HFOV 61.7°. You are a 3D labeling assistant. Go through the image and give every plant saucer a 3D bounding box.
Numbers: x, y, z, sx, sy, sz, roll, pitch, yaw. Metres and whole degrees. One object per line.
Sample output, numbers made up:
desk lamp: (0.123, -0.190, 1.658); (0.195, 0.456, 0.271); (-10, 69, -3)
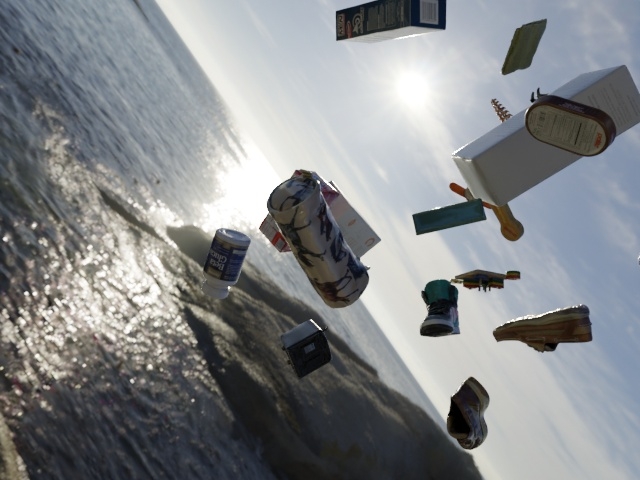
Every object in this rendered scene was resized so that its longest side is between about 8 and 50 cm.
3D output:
plant saucer: (0.348, -0.066, 1.456); (0.018, 0.192, 0.067); (49, 30, -63)

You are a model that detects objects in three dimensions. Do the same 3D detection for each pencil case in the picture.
pencil case: (0.000, 0.000, 1.565); (0.160, 0.183, 0.410); (1, -47, 40)

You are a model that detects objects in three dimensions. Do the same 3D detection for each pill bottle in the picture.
pill bottle: (-0.248, 0.060, 1.378); (0.094, 0.169, 0.094); (19, 13, -5)

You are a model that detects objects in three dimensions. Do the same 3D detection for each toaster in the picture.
toaster: (-0.051, 0.415, 2.072); (0.110, 0.186, 0.168); (39, -28, 55)

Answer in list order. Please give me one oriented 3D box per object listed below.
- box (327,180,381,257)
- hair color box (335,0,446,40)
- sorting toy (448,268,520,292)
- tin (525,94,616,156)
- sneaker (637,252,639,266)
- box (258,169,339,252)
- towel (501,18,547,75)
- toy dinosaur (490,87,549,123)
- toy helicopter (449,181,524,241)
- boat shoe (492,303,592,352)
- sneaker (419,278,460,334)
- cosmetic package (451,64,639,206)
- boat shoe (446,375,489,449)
box: (0.072, -0.055, 2.213); (0.168, 0.215, 0.345); (56, 8, 34)
hair color box: (0.223, -0.725, 1.760); (0.347, 0.174, 0.105); (13, -70, 50)
sorting toy: (0.546, 0.144, 1.834); (0.274, 0.132, 0.046); (147, -49, -65)
tin: (0.537, -0.247, 1.162); (0.190, 0.040, 0.106); (30, -29, 31)
sneaker: (0.651, 0.114, 0.974); (0.232, 0.081, 0.090); (-110, -156, -45)
box: (-0.074, -0.096, 1.772); (0.128, 0.257, 0.123); (45, 26, 22)
towel: (0.544, -0.515, 1.431); (0.027, 0.110, 0.148); (52, -28, 30)
toy dinosaur: (0.752, -0.404, 1.882); (0.322, 0.218, 0.164); (30, 7, -20)
toy helicopter: (0.622, -0.153, 1.954); (0.235, 0.140, 0.355); (-24, -85, 56)
boat shoe: (0.644, 0.275, 1.574); (0.324, 0.123, 0.116); (-32, -110, 57)
sneaker: (0.374, 0.208, 1.691); (0.295, 0.124, 0.178); (29, 52, -65)
cosmetic package: (0.623, -0.289, 1.498); (0.161, 0.453, 0.230); (58, 5, -10)
boat shoe: (0.435, 0.556, 1.649); (0.123, 0.123, 0.342); (44, -26, 39)
